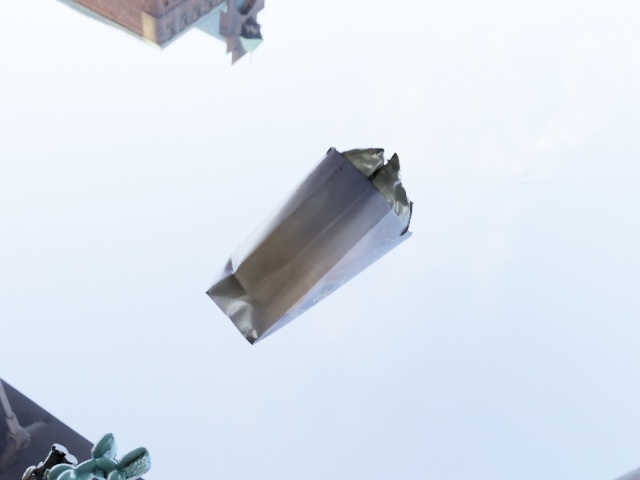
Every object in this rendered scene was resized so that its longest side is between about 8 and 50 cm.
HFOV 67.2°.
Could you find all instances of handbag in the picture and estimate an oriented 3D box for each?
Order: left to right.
[{"bbox_3d":[0.000,0.000,0.387,0.173,0.117,0.095,-44,-87,7],"label":"handbag"}]

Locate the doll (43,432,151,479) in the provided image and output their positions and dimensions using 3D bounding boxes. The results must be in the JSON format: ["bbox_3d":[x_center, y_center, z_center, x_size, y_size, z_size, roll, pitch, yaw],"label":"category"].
[{"bbox_3d":[-0.414,0.423,0.876,0.159,0.059,0.158,8,-160,18],"label":"doll"}]

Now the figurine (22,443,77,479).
[{"bbox_3d":[-0.558,0.496,0.924,0.114,0.108,0.196,40,-101,4],"label":"figurine"}]
